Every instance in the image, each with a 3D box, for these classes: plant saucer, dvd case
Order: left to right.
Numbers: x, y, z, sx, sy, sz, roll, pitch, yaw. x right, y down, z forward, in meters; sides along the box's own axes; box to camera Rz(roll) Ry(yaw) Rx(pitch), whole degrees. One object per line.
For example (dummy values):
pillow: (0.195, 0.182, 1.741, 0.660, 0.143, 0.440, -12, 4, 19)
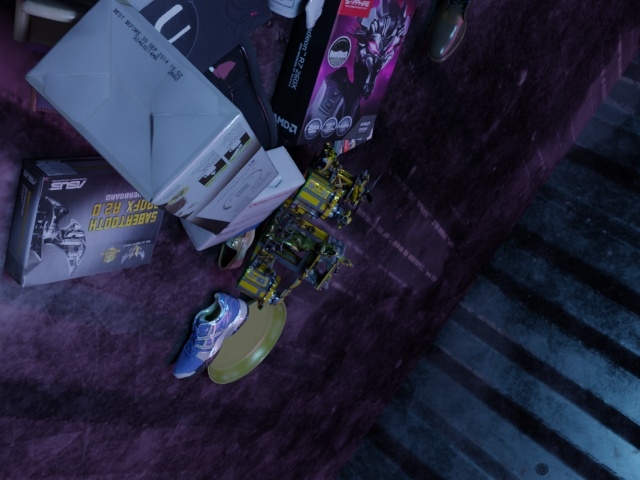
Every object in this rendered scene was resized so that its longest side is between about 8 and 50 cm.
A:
plant saucer: (-0.177, 0.224, 1.584, 0.241, 0.037, 0.241, -37, 147, -30)
dvd case: (0.076, -0.241, 1.492, 0.119, 0.013, 0.087, -31, 144, -35)

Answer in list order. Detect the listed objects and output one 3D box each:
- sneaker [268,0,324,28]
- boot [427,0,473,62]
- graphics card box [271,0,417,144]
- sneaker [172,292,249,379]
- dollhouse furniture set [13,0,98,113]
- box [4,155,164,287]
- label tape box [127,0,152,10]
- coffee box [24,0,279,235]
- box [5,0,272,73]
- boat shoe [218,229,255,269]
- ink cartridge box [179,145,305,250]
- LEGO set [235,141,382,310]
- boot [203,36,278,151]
sneaker: (-0.024, -0.391, 0.926, 0.366, 0.137, 0.210, -83, -164, -59)
boot: (0.277, -0.491, 1.438, 0.219, 0.082, 0.106, -68, 165, 3)
graphics card box: (0.051, -0.362, 1.244, 0.232, 0.094, 0.371, -15, 134, -50)
sneaker: (-0.245, 0.196, 1.432, 0.211, 0.080, 0.081, -53, 130, -5)
dollhouse furniture set: (-0.375, -0.096, 0.640, 0.286, 0.198, 0.303, 9, 111, -18)
box: (-0.344, -0.036, 1.036, 0.231, 0.056, 0.183, -11, 129, -51)
label tape box: (-0.229, -0.345, 0.688, 0.333, 0.240, 0.106, -44, 152, -18)
coffee box: (-0.156, -0.114, 0.738, 0.119, 0.168, 0.297, -45, 174, -1)
box: (-0.215, -0.294, 0.862, 0.270, 0.143, 0.165, -46, 151, -17)
boat shoe: (-0.167, 0.004, 1.350, 0.045, 0.050, 0.135, -24, 139, -51)
ink cartridge box: (-0.139, -0.071, 1.194, 0.139, 0.082, 0.190, -24, 169, -43)
LEGO set: (0.000, 0.000, 1.323, 0.331, 0.192, 0.255, -56, -171, 18)
boot: (-0.180, -0.188, 1.079, 0.207, 0.094, 0.246, -42, 147, -23)
